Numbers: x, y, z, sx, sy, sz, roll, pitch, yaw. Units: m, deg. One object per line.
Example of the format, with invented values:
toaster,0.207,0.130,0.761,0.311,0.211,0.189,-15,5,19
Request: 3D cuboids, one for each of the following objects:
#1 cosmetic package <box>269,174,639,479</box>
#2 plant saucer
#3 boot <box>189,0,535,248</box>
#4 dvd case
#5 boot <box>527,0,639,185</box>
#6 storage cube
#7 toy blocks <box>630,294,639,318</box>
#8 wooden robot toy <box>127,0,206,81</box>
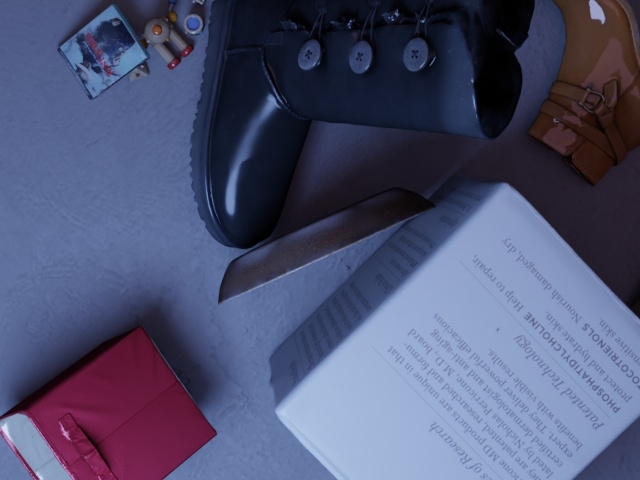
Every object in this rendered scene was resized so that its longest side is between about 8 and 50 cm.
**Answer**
cosmetic package,0.179,0.163,1.515,0.394,0.329,0.327,-45,97,2
plant saucer,0.000,0.000,1.504,0.310,0.310,0.050,-24,88,-1
boot,0.044,-0.157,1.446,0.445,0.146,0.367,5,97,37
dvd case,-0.300,-0.259,1.585,0.119,0.013,0.087,-29,97,31
boot,0.360,-0.235,1.617,0.283,0.109,0.220,41,95,-13
storage cube,-0.290,0.250,1.537,0.193,0.215,0.183,-37,96,-29
toy blocks,0.614,0.082,1.622,0.261,0.191,0.381,27,103,-14
wooden robot toy,-0.209,-0.286,1.583,0.173,0.079,0.076,-44,95,1
